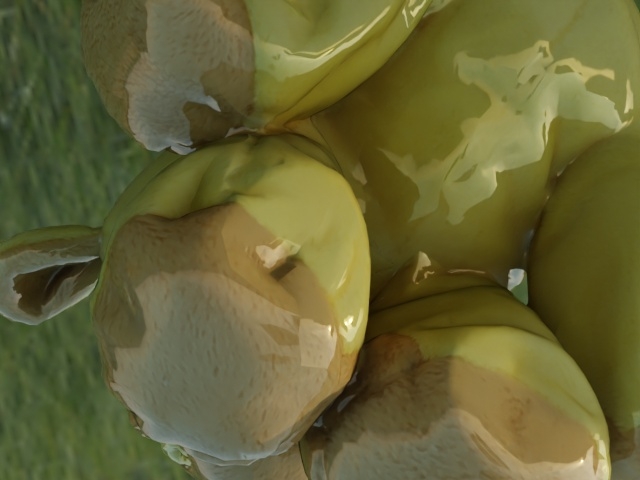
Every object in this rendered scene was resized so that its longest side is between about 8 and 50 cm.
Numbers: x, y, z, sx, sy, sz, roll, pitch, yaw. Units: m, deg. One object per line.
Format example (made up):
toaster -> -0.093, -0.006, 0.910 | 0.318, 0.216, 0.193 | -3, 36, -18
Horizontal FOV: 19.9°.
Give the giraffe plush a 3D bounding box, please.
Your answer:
giraffe plush -> 0.000, 0.000, 0.461 | 0.181, 0.210, 0.170 | 28, 141, -18
